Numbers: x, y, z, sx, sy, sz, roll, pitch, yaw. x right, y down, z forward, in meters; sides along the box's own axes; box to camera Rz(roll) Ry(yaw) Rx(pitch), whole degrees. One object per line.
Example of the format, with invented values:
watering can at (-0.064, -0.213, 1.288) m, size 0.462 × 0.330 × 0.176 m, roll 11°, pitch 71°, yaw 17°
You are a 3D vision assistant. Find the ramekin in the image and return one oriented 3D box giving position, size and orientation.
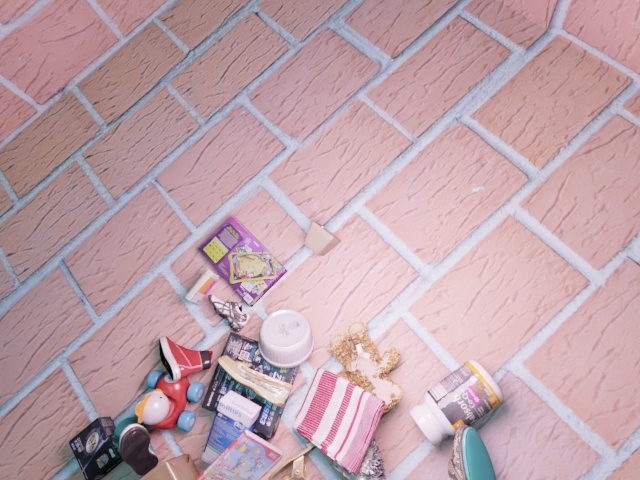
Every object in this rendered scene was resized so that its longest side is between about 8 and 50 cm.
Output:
ramekin at (-0.127, 0.348, 1.620) m, size 0.207 × 0.109 × 0.207 m, roll 0°, pitch 45°, yaw 0°

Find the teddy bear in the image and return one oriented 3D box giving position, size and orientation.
teddy bear at (0.163, 0.449, 1.582) m, size 0.338 × 0.113 × 0.245 m, roll 37°, pitch 78°, yaw 28°

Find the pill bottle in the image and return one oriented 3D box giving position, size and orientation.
pill bottle at (0.440, 0.532, 1.452) m, size 0.278 × 0.162 × 0.162 m, roll -37°, pitch 69°, yaw -1°

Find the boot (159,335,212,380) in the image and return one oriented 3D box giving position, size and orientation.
boot at (-0.528, 0.443, 1.745) m, size 0.176 × 0.089 × 0.244 m, roll -12°, pitch 29°, yaw -33°

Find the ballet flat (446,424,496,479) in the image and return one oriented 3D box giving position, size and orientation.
ballet flat at (0.485, 0.811, 1.343) m, size 0.182 × 0.164 × 0.483 m, roll -38°, pitch 74°, yaw 43°

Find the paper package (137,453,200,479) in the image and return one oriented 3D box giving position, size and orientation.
paper package at (-0.549, 0.967, 1.528) m, size 0.324 × 0.168 × 0.309 m, roll -38°, pitch 70°, yaw -2°

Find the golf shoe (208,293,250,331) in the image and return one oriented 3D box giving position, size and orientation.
golf shoe at (-0.364, 0.272, 1.769) m, size 0.198 × 0.077 × 0.094 m, roll 41°, pitch 70°, yaw 17°

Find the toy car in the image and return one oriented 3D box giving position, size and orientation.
toy car at (-0.587, 0.586, 1.620) m, size 0.219 × 0.238 × 0.211 m, roll 10°, pitch 75°, yaw 15°

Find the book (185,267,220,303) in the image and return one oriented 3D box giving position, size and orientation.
book at (-0.473, 0.189, 1.799) m, size 0.035 × 0.096 × 0.144 m, roll 35°, pitch 82°, yaw 20°

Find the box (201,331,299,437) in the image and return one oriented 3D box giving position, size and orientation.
box at (-0.255, 0.529, 1.654) m, size 0.293 × 0.073 × 0.296 m, roll 16°, pitch 77°, yaw 15°

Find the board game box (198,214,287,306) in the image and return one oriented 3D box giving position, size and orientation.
board game box at (-0.324, 0.080, 1.829) m, size 0.208 × 0.056 × 0.347 m, roll -46°, pitch 69°, yaw 0°

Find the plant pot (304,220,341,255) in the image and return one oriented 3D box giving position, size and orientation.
plant pot at (0.000, 0.000, 1.756) m, size 0.109 × 0.109 × 0.096 m, roll 38°, pitch 96°, yaw 21°

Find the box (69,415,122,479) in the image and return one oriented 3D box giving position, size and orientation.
box at (-0.845, 0.795, 1.695) m, size 0.147 × 0.077 × 0.180 m, roll -39°, pitch 69°, yaw -3°

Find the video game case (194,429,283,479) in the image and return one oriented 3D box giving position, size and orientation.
video game case at (-0.292, 0.794, 1.519) m, size 0.285 × 0.204 × 0.025 m, roll -44°, pitch 34°, yaw -4°

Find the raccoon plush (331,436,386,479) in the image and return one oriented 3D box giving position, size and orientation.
raccoon plush at (0.231, 0.826, 1.432) m, size 0.446 × 0.216 × 0.299 m, roll 28°, pitch 66°, yaw -7°

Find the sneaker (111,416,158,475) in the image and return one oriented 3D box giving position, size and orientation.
sneaker at (-0.683, 0.705, 1.603) m, size 0.123 × 0.296 × 0.178 m, roll -30°, pitch 50°, yaw -33°

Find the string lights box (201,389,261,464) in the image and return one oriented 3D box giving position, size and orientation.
string lights box at (-0.315, 0.678, 1.557) m, size 0.133 × 0.076 × 0.260 m, roll 24°, pitch 105°, yaw 15°

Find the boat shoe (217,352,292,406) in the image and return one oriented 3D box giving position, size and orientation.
boat shoe at (-0.235, 0.482, 1.582) m, size 0.285 × 0.104 × 0.089 m, roll 31°, pitch 76°, yaw 8°

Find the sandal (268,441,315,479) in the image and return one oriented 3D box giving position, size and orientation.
sandal at (-0.066, 0.774, 1.525) m, size 0.240 × 0.088 × 0.079 m, roll -39°, pitch 63°, yaw -7°

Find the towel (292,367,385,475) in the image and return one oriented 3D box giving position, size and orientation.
towel at (0.050, 0.585, 1.482) m, size 0.329 × 0.037 × 0.237 m, roll 11°, pitch 71°, yaw 51°
